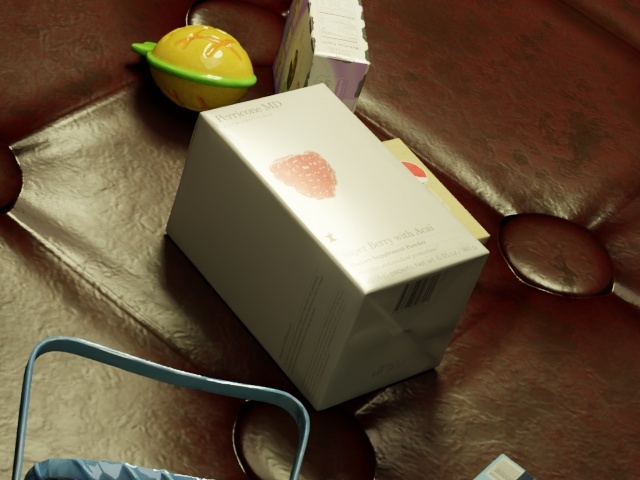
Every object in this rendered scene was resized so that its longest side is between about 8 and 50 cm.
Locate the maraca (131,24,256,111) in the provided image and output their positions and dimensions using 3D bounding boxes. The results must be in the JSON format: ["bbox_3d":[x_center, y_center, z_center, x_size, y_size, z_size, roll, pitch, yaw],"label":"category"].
[{"bbox_3d":[-0.150,-0.209,2.171,0.127,0.099,0.186,7,14,-33],"label":"maraca"}]

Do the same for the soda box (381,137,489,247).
[{"bbox_3d":[0.112,-0.037,2.112,0.061,0.058,0.181,-14,50,-36],"label":"soda box"}]

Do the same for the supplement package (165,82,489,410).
[{"bbox_3d":[0.000,0.000,1.923,0.177,0.175,0.293,-18,52,-37],"label":"supplement package"}]

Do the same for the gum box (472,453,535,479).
[{"bbox_3d":[0.103,0.294,1.616,0.041,0.184,0.157,37,41,18],"label":"gum box"}]

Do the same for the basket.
[{"bbox_3d":[-0.149,0.233,1.546,0.255,0.201,0.289,15,61,-9],"label":"basket"}]

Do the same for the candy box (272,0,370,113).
[{"bbox_3d":[-0.002,-0.207,2.175,0.070,0.165,0.196,9,40,-13],"label":"candy box"}]
